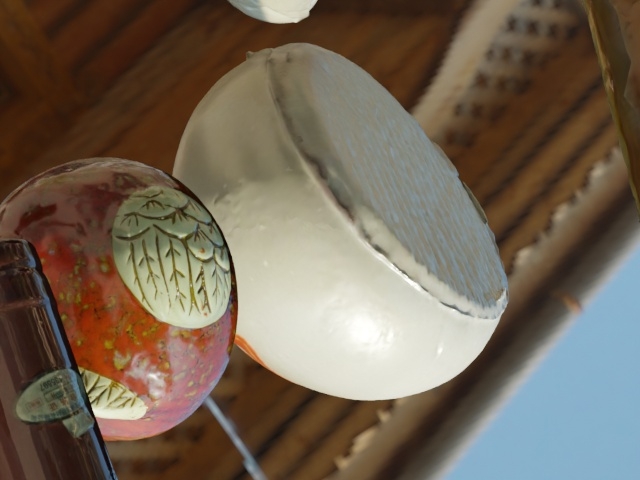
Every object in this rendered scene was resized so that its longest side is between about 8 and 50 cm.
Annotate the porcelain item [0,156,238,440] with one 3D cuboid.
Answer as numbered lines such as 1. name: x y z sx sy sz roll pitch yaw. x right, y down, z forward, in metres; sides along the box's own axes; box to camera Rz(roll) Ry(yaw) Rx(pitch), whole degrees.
1. porcelain item: -0.200 0.047 1.487 0.253 0.253 0.253 -22 -148 15

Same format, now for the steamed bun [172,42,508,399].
1. steamed bun: 0.000 0.000 1.758 0.241 0.374 0.374 -40 -152 18

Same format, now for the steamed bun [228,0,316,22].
1. steamed bun: -0.038 -0.283 1.457 0.228 0.131 0.177 119 -13 -67

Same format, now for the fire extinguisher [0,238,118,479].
1. fire extinguisher: -0.177 0.166 1.255 0.138 0.344 0.102 -23 168 3

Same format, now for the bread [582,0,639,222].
1. bread: 0.249 -0.096 0.574 0.324 0.143 0.333 -15 -106 12
